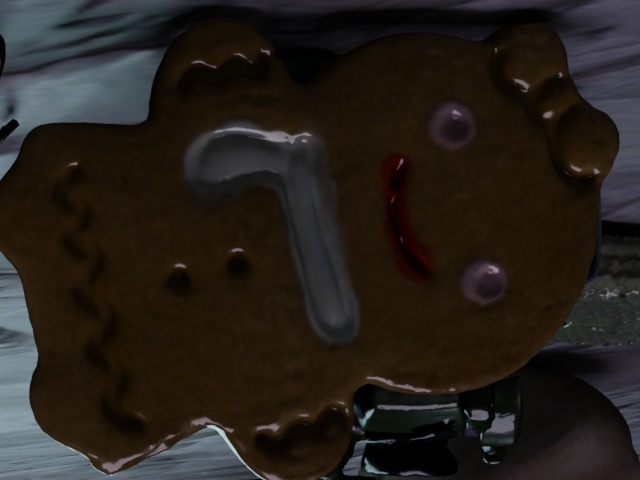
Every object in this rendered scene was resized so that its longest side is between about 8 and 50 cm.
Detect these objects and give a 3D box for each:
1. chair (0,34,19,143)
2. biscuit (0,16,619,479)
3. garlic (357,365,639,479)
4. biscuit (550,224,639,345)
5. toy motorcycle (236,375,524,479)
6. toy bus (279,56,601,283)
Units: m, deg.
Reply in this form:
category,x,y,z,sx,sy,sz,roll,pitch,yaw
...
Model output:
category,x,y,z,sx,sy,sz,roll,pitch,yaw
chair,-0.289,0.001,0.783,0.326,0.170,0.160,-46,170,-14
biscuit,0.001,0.000,0.762,0.248,0.184,0.035,-12,-173,-11
garlic,0.185,0.222,1.637,0.340,0.246,0.231,17,145,-30
biscuit,0.149,0.029,1.194,0.250,0.046,0.147,5,164,-33
toy motorcycle,0.045,0.116,1.367,0.205,0.127,0.275,-1,170,0
toy bus,0.024,-0.019,0.858,0.182,0.091,0.103,5,166,-27
